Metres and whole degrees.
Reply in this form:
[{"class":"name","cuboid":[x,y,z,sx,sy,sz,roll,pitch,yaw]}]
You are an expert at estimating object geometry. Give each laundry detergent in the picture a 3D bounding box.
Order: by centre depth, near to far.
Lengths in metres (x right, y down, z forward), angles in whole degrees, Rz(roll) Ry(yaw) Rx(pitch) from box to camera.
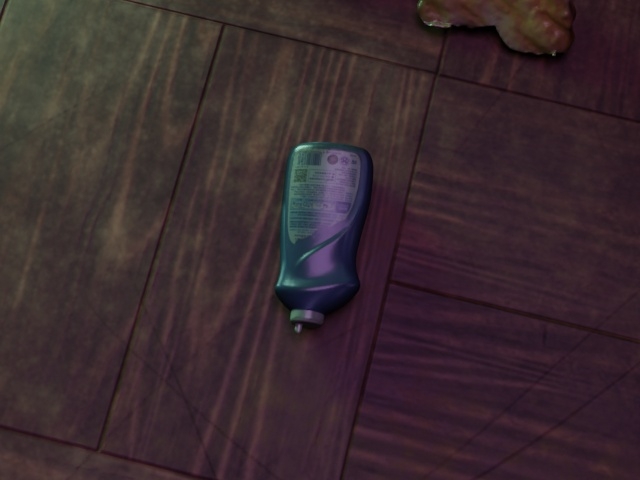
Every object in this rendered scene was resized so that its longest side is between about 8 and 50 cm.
[{"class":"laundry detergent","cuboid":[0.000,0.000,1.213,0.096,0.061,0.206,9,74,-1]}]

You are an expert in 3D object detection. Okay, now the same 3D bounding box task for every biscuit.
[{"class":"biscuit","cuboid":[0.210,-0.281,1.298,0.183,0.061,0.118,20,115,4]}]
